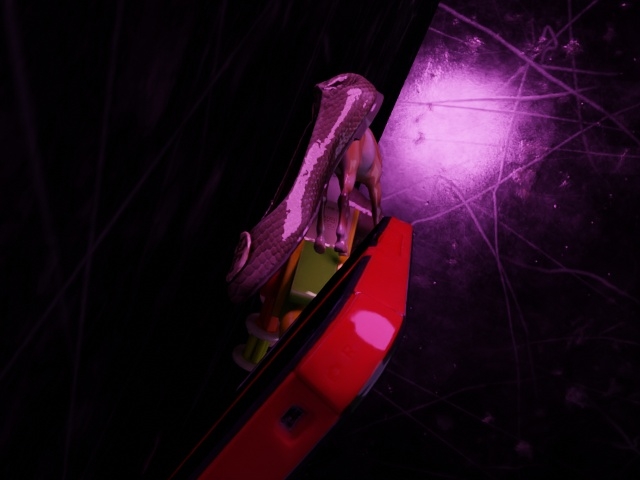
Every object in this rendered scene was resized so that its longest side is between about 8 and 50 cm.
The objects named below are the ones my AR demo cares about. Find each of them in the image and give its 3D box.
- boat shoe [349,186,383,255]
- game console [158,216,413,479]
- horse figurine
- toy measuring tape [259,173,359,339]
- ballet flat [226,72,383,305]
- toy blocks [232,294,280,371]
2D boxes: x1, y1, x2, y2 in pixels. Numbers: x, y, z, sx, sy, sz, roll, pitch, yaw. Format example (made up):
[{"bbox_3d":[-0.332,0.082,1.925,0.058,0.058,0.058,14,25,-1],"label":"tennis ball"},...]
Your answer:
[{"bbox_3d":[0.036,-0.006,1.550,0.342,0.123,0.123,103,11,-74],"label":"boat shoe"},{"bbox_3d":[-0.055,0.160,0.897,0.386,0.060,0.342,-49,-179,16],"label":"game console"},{"bbox_3d":[0.023,-0.071,1.079,0.263,0.066,0.175,5,84,-73],"label":"horse figurine"},{"bbox_3d":[0.000,0.000,1.219,0.121,0.121,0.330,110,-4,-48],"label":"toy measuring tape"},{"bbox_3d":[-0.023,-0.053,0.918,0.250,0.058,0.084,-59,-164,-22],"label":"ballet flat"},{"bbox_3d":[-0.052,0.073,1.274,0.123,0.054,0.148,-61,174,-65],"label":"toy blocks"}]
